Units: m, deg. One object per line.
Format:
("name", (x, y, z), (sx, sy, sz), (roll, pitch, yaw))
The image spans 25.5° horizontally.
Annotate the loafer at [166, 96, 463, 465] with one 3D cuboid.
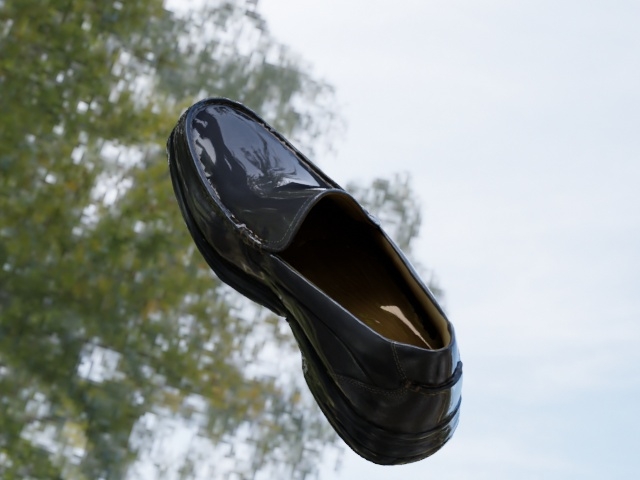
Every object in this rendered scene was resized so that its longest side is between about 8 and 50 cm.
("loafer", (0.000, 0.000, 0.524), (0.170, 0.062, 0.061), (49, -33, 25))
